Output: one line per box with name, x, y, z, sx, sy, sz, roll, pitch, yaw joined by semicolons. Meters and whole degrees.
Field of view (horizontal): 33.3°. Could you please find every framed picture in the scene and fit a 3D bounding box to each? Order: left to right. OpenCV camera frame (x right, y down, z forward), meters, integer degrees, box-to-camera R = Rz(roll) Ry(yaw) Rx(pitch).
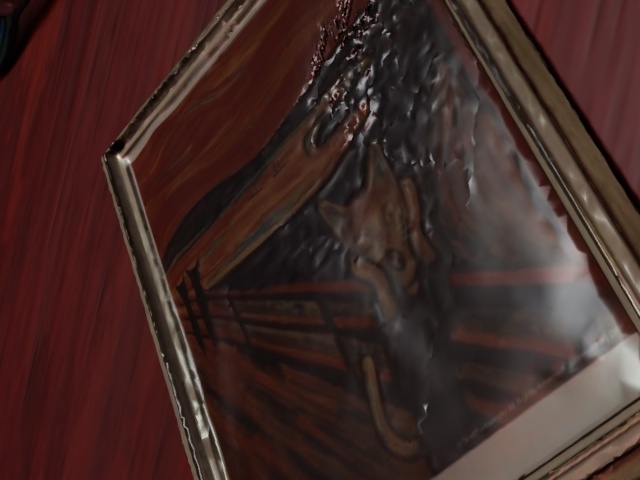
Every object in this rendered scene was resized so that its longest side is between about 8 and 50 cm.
framed picture;0.000;0.000;0.394;0.216;0.016;0.273;-45;51;30

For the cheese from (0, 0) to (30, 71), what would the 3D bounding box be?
cheese;-0.174;-0.200;0.525;0.074;0.189;0.286;-93;25;-45
